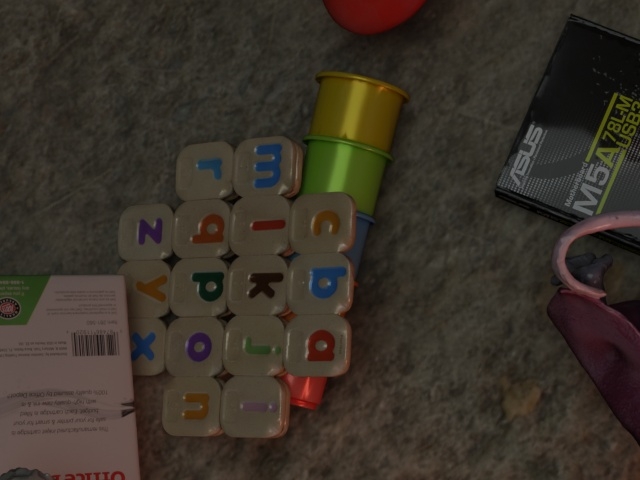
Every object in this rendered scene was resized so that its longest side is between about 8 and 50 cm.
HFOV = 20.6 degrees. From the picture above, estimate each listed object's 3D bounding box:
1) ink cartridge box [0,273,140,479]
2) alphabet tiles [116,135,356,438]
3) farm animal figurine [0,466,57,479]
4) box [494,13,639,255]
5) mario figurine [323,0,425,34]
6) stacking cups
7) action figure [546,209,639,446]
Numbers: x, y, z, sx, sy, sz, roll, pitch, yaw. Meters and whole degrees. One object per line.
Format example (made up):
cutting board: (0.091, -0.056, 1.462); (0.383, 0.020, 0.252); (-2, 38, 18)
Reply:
ink cartridge box: (-0.263, 0.146, 1.658); (0.160, 0.092, 0.219); (1, 78, -29)
alphabet tiles: (-0.084, 0.045, 1.671); (0.278, 0.021, 0.284); (-4, 78, 34)
farm animal figurine: (-0.361, 0.349, 1.562); (0.330, 0.327, 0.172); (-16, 38, -12)
box: (0.285, -0.096, 1.681); (0.184, 0.045, 0.191); (24, 84, 9)
mario figurine: (0.089, -0.339, 1.733); (0.198, 0.170, 0.320); (7, 67, 45)
stacking cups: (0.000, 0.000, 1.679); (0.096, 0.096, 0.316); (14, 83, 10)
action figure: (0.343, 0.175, 1.525); (0.248, 0.276, 0.370); (-12, 65, 0)
